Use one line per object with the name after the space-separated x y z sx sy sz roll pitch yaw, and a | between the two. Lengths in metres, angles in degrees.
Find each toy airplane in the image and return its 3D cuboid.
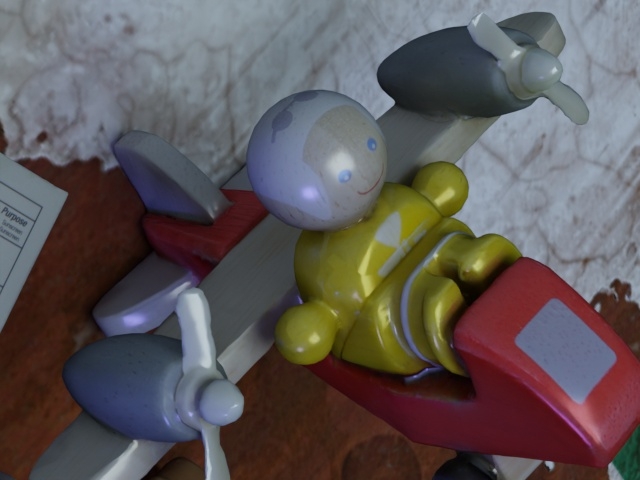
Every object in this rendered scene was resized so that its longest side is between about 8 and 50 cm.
0.000 0.000 1.256 0.272 0.384 0.386 74 8 -47 | toy airplane

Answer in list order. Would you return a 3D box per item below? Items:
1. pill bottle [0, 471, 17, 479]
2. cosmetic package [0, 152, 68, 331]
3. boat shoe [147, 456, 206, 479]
-0.195 0.288 1.281 0.146 0.146 0.264 -45 122 -25 | pill bottle
-0.303 0.067 1.181 0.160 0.113 0.309 35 74 -38 | cosmetic package
-0.040 0.285 1.428 0.120 0.122 0.324 -53 126 -24 | boat shoe
